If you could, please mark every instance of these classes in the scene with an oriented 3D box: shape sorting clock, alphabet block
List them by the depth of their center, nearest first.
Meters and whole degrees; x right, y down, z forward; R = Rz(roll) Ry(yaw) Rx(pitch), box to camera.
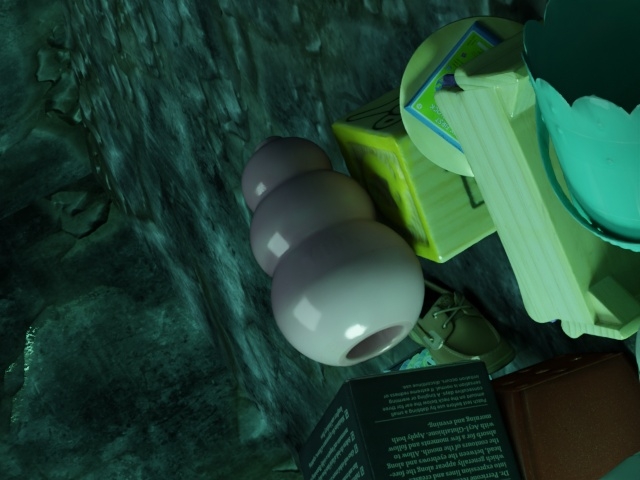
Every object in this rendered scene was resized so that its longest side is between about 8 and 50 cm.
[{"bbox_3d":[0.200,-0.176,1.626,0.040,0.206,0.206,-88,-24,-69],"label":"shape sorting clock"},{"bbox_3d":[0.163,-0.110,1.790,0.192,0.197,0.193,21,137,63],"label":"alphabet block"}]

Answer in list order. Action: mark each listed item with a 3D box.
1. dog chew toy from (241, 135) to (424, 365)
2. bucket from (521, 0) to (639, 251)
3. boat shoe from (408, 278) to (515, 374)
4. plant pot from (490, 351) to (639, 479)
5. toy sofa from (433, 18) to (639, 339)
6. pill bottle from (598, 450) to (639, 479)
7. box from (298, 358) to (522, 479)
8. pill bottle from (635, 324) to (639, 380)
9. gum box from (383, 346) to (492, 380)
[{"bbox_3d":[0.000,0.000,1.780,0.332,0.206,0.206,62,164,22],"label":"dog chew toy"},{"bbox_3d":[0.333,-0.129,1.227,0.281,0.281,0.183,35,152,52],"label":"bucket"},{"bbox_3d":[0.213,0.138,2.184,0.302,0.109,0.098,36,151,63],"label":"boat shoe"},{"bbox_3d":[0.346,0.293,1.861,0.267,0.267,0.236,160,93,-71],"label":"plant pot"},{"bbox_3d":[0.294,-0.072,1.568,0.177,0.150,0.362,4,122,64],"label":"toy sofa"},{"bbox_3d":[0.441,0.178,1.151,0.229,0.408,0.229,50,160,27],"label":"pill bottle"},{"bbox_3d":[0.141,0.407,1.808,0.293,0.212,0.395,117,143,-59],"label":"box"},{"bbox_3d":[0.451,0.165,1.431,0.204,0.204,0.361,39,152,49],"label":"pill bottle"},{"bbox_3d":[0.219,0.264,2.269,0.184,0.157,0.041,61,162,-3],"label":"gum box"}]
